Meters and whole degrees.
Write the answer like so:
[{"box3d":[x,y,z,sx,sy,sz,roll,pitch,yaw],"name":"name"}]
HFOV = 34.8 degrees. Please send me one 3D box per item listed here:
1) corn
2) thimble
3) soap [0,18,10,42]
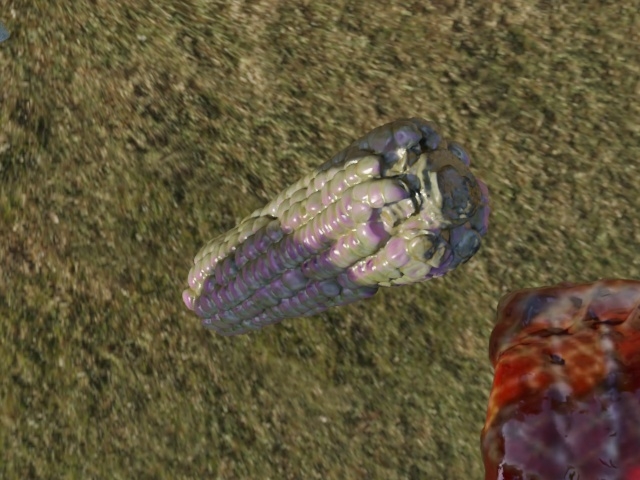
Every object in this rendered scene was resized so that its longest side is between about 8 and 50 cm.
[{"box3d":[0.001,0.002,0.873,0.126,0.335,0.127,15,65,-35],"name":"corn"},{"box3d":[0.272,0.201,0.952,0.230,0.350,0.350,-1,109,11],"name":"thimble"},{"box3d":[-0.403,-0.157,0.802,0.265,0.160,0.088,-32,71,-1],"name":"soap"}]
